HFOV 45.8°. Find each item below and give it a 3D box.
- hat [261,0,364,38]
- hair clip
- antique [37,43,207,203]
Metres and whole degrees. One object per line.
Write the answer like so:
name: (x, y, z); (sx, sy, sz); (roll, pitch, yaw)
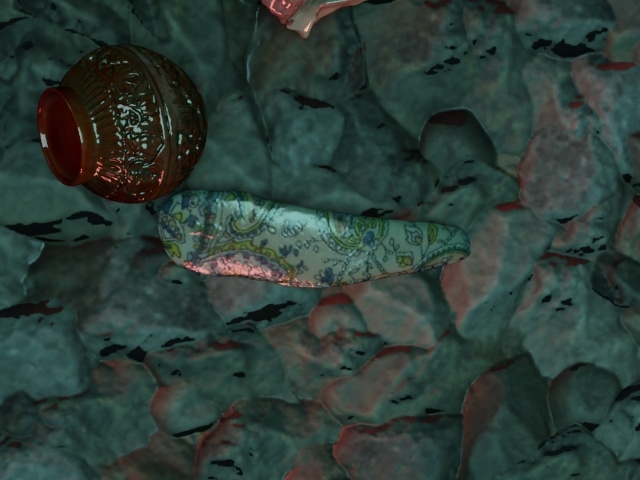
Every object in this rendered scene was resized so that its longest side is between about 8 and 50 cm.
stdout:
hat: (0.048, -0.285, 0.454); (0.286, 0.107, 0.236); (-21, 104, 20)
hair clip: (0.000, 0.001, 0.534); (0.229, 0.036, 0.066); (4, 106, -9)
antique: (-0.118, -0.073, 0.473); (0.104, 0.104, 0.104); (-1, 100, -8)
